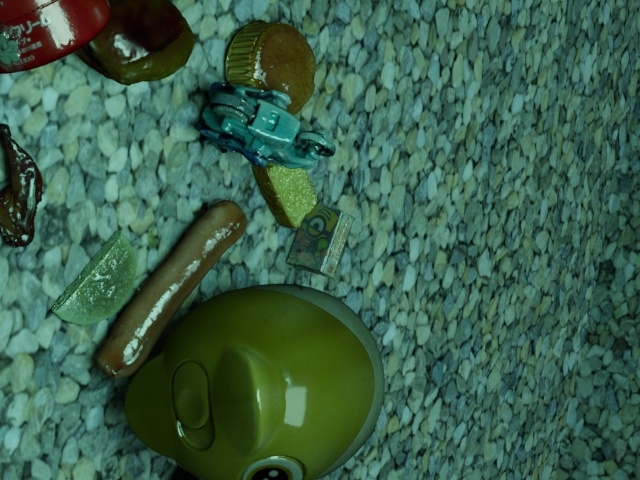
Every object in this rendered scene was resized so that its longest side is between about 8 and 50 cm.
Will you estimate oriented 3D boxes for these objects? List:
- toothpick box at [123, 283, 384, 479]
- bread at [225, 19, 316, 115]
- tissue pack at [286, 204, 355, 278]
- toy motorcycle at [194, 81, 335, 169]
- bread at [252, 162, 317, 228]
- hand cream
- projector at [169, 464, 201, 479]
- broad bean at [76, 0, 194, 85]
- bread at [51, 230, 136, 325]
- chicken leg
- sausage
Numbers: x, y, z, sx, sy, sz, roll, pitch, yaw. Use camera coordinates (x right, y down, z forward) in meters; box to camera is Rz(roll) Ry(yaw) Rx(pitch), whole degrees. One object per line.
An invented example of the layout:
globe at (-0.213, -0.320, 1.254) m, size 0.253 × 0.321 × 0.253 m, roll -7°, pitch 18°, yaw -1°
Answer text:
toothpick box at (-0.110, 0.289, 1.759) m, size 0.425 × 0.409 × 0.408 m, roll -1°, pitch 100°, yaw -55°
bread at (-0.093, -0.344, 1.857) m, size 0.199 × 0.104 × 0.199 m, roll -12°, pitch 106°, yaw -46°
tissue pack at (0.000, 0.000, 2.036) m, size 0.060 × 0.109 × 0.148 m, roll 28°, pitch 78°, yaw -50°
toy motorcycle at (-0.108, -0.208, 1.782) m, size 0.260 × 0.206 × 0.154 m, roll 23°, pitch 75°, yaw -12°
bread at (-0.074, -0.114, 1.968) m, size 0.103 × 0.065 × 0.187 m, roll -40°, pitch 125°, yaw -27°
hand cream at (-0.443, -0.364, 1.394) m, size 0.230 × 0.230 × 0.149 m, roll -46°, pitch 132°, yaw -29°
projector at (-0.250, 0.497, 1.912) m, size 0.082 × 0.083 × 0.083 m, roll 45°, pitch 67°, yaw -43°
broad bean at (-0.322, -0.351, 1.601) m, size 0.229 × 0.122 × 0.156 m, roll -19°, pitch 88°, yaw -49°
bread at (-0.395, 0.089, 1.694) m, size 0.193 × 0.036 × 0.112 m, roll -53°, pitch 134°, yaw -23°
chicken leg at (-0.504, -0.088, 1.528) m, size 0.093 × 0.053 × 0.205 m, roll 4°, pitch 93°, yaw -33°
sausage at (-0.285, 0.090, 1.769) m, size 0.419 × 0.094 × 0.094 m, roll -55°, pitch 154°, yaw -21°
